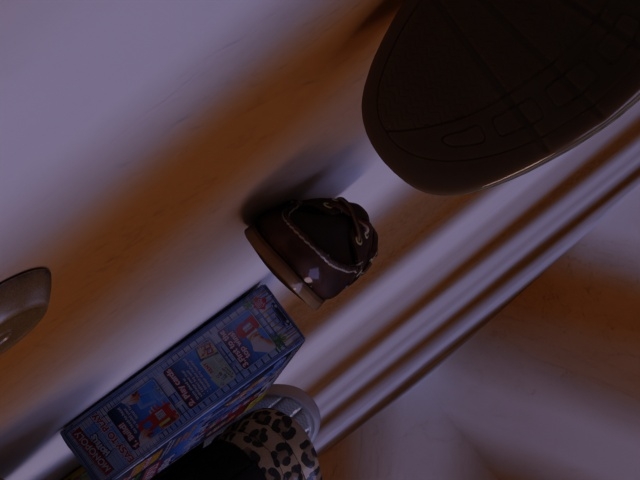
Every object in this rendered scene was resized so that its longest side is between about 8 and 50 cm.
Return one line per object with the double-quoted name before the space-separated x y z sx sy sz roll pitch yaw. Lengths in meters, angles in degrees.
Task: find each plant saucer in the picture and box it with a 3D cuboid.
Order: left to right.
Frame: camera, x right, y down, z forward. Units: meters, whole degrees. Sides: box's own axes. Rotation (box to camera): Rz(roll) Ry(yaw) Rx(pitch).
"plant saucer" -0.168 0.046 0.828 0.083 0.015 0.083 -37 171 -7

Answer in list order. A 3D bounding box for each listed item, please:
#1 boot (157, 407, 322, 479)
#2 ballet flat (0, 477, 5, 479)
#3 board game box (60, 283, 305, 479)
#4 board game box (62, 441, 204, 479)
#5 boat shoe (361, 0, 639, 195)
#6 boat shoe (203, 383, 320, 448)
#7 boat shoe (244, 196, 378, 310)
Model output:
"boot" -0.151 0.317 1.555 0.284 0.138 0.377 -34 160 -27
"ballet flat" -0.292 0.218 0.962 0.342 0.116 0.124 -40 -169 17
"board game box" -0.123 0.138 1.325 0.194 0.060 0.194 -33 170 -24
"board game box" -0.190 0.226 1.539 0.170 0.048 0.141 -36 172 -14
"boat shoe" 0.165 -0.149 0.817 0.341 0.121 0.110 -42 169 19
"boat shoe" -0.124 0.230 1.716 0.302 0.109 0.094 -32 -171 22
"boat shoe" 0.000 0.000 1.094 0.073 0.073 0.207 -40 178 3
